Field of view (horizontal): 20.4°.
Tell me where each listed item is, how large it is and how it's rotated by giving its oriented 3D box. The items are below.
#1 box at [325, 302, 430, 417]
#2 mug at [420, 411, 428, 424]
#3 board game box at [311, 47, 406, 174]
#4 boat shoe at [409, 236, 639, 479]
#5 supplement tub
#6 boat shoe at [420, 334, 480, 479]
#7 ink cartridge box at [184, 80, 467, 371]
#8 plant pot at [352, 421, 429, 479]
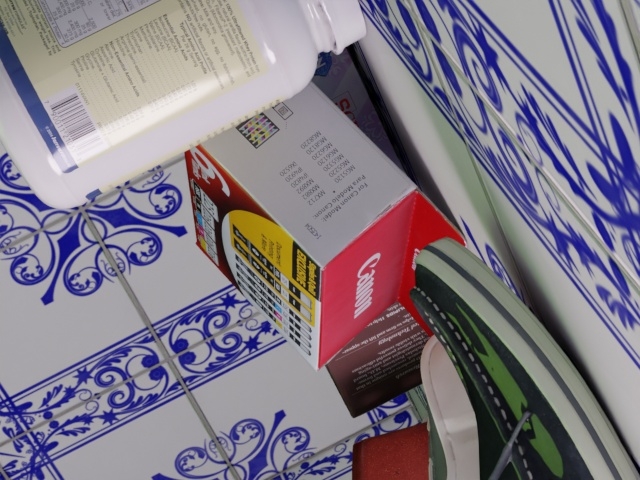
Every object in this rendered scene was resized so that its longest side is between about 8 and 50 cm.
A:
[{"bbox_3d":[0.057,0.080,2.282,0.168,0.167,0.203,60,177,44],"label":"box"},{"bbox_3d":[0.216,0.315,2.676,0.169,0.150,0.113,76,-157,-64],"label":"mug"},{"bbox_3d":[-0.011,-0.187,1.933,0.318,0.066,0.318,63,178,-33],"label":"board game box"},{"bbox_3d":[0.177,0.231,1.362,0.500,0.156,0.187,64,180,8],"label":"boat shoe"},{"bbox_3d":[-0.147,-0.196,1.579,0.235,0.325,0.235,63,178,4],"label":"supplement tub"},{"bbox_3d":[0.166,0.250,1.822,0.099,0.116,0.319,68,-167,-70],"label":"boat shoe"},{"bbox_3d":[0.000,0.000,1.783,0.272,0.130,0.309,45,164,16],"label":"ink cartridge box"},{"bbox_3d":[0.159,0.346,2.199,0.267,0.267,0.235,71,-177,-76],"label":"plant pot"}]
